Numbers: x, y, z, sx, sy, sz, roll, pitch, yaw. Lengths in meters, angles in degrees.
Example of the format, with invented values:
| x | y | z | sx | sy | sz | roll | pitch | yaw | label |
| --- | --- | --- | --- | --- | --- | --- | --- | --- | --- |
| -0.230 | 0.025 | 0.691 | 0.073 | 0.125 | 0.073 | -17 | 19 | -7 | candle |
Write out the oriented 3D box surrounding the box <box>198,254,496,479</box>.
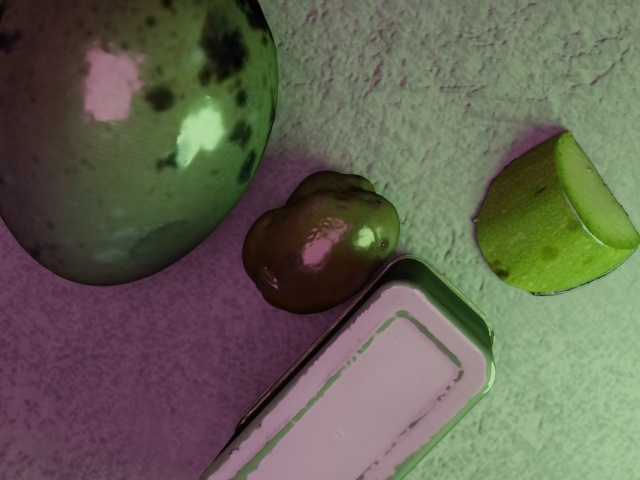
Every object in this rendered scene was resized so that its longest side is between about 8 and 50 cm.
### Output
| x | y | z | sx | sy | sz | roll | pitch | yaw | label |
| --- | --- | --- | --- | --- | --- | --- | --- | --- | --- |
| 0.039 | 0.192 | 1.305 | 0.177 | 0.344 | 0.352 | 44 | 95 | 4 | box |

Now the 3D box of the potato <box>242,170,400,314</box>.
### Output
| x | y | z | sx | sy | sz | roll | pitch | yaw | label |
| --- | --- | --- | --- | --- | --- | --- | --- | --- | --- |
| 0.002 | 0.003 | 1.399 | 0.200 | 0.154 | 0.137 | -41 | 113 | -6 | potato |

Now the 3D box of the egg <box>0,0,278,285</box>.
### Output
| x | y | z | sx | sy | sz | roll | pitch | yaw | label |
| --- | --- | --- | --- | --- | --- | --- | --- | --- | --- |
| -0.229 | -0.154 | 1.314 | 0.345 | 0.345 | 0.427 | 17 | 106 | 4 | egg |

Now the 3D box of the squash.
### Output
| x | y | z | sx | sy | sz | roll | pitch | yaw | label |
| --- | --- | --- | --- | --- | --- | --- | --- | --- | --- |
| 0.290 | -0.019 | 1.404 | 0.184 | 0.085 | 0.191 | -35 | 88 | 4 | squash |
